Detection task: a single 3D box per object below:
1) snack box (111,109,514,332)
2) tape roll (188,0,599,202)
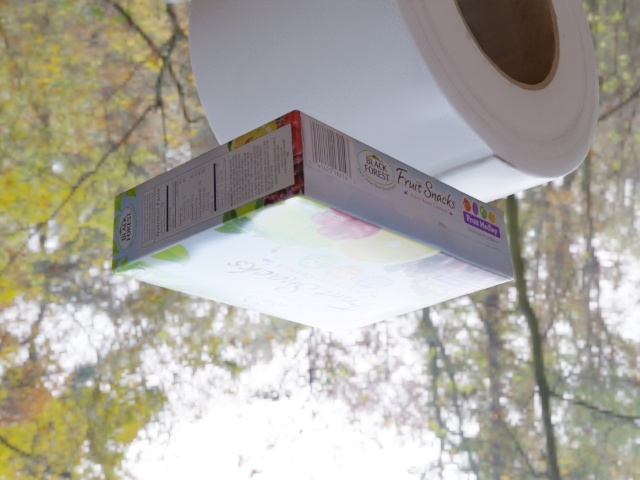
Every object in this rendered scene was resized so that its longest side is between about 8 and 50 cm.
[{"bbox_3d":[0.000,0.000,0.414,0.100,0.037,0.141,-20,154,37],"label":"snack box"},{"bbox_3d":[0.056,-0.134,0.684,0.169,0.246,0.246,-20,-176,39],"label":"tape roll"}]
